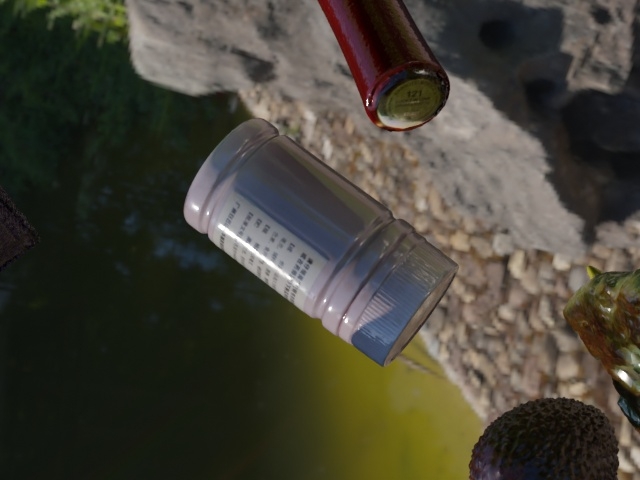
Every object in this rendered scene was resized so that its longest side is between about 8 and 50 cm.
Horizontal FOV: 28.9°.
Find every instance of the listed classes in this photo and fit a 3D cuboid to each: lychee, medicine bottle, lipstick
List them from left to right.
[{"bbox_3d":[0.000,0.000,1.206,0.250,0.133,0.133,35,118,12],"label":"medicine bottle"},{"bbox_3d":[0.046,-0.200,1.140,0.080,0.080,0.241,-56,36,33],"label":"lipstick"},{"bbox_3d":[0.281,0.288,1.550,0.194,0.194,0.194,-29,55,53],"label":"lychee"}]

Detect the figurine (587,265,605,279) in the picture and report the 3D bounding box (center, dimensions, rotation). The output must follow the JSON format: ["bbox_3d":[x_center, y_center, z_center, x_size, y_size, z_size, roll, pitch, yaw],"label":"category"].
[{"bbox_3d":[0.390,0.097,1.519,0.109,0.129,0.178,-38,83,19],"label":"figurine"}]

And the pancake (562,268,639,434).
[{"bbox_3d":[0.339,0.152,0.823,0.067,0.305,0.427,-36,22,-16],"label":"pancake"}]

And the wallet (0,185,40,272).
[{"bbox_3d":[-0.221,-0.021,0.596,0.111,0.166,0.030,-39,46,-8],"label":"wallet"}]
